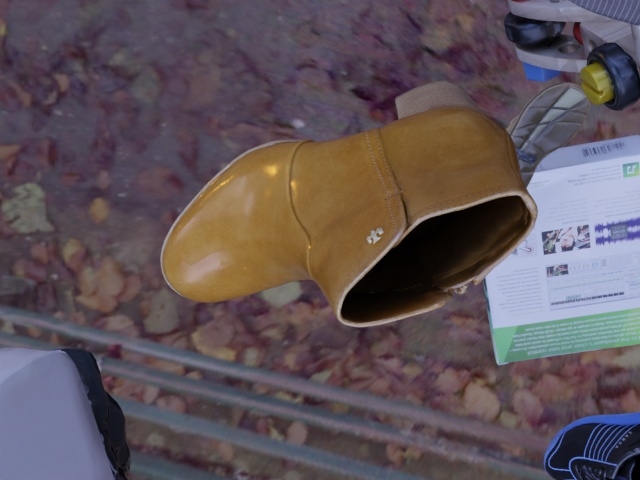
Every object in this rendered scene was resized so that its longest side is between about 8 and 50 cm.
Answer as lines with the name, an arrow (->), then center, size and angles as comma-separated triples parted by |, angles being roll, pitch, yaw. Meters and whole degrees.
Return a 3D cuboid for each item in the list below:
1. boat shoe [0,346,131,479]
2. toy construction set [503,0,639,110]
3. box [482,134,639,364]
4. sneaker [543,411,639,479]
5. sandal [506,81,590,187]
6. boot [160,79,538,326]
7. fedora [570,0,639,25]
boat shoe -> -0.180, 0.131, 0.239 | 0.158, 0.340, 0.127 | -11, 101, 21
toy construction set -> 0.320, -0.233, 0.960 | 0.257, 0.237, 0.309 | 0, 118, -12
box -> 0.335, 0.021, 1.501 | 0.232, 0.058, 0.322 | -9, 123, 7
sneaker -> 0.329, 0.247, 1.214 | 0.081, 0.090, 0.232 | 50, 140, -8
sandal -> 0.253, -0.123, 1.331 | 0.072, 0.049, 0.180 | 25, 118, -17
boot -> 0.001, 0.000, 0.764 | 0.295, 0.211, 0.104 | -30, 115, 14
fedora -> 0.176, -0.206, 0.584 | 0.275, 0.124, 0.244 | 12, 70, -14
